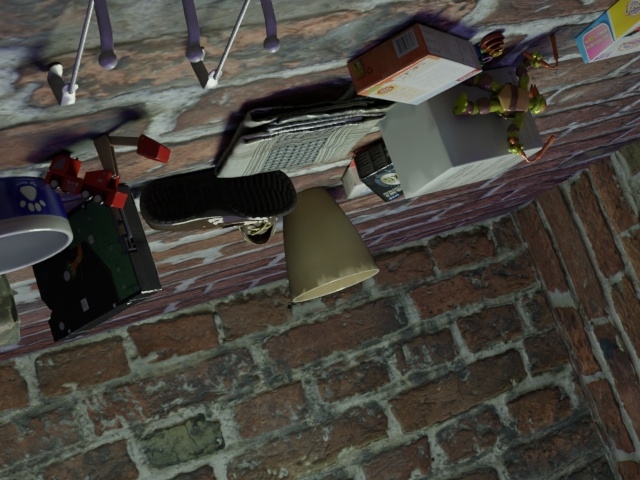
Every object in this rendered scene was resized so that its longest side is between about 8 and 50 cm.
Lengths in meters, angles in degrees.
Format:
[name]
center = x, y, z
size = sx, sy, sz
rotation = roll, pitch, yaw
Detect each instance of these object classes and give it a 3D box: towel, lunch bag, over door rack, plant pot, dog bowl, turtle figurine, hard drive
[towel]
center = -0.038, -0.200, 1.688
size = 0.312, 0.056, 0.324
rotation = -9, 169, -20
[lunch bag]
center = -0.858, 0.198, 2.020
size = 0.235, 0.169, 0.287
rotation = -16, 165, -25
[over door rack]
center = -0.186, -0.253, 1.053
size = 0.239, 0.108, 0.324
rotation = -13, 168, -31
[plant pot]
center = 0.000, 0.000, 2.330
size = 0.256, 0.274, 0.256
rotation = -19, 171, -3
[dog bowl]
center = -0.599, -0.017, 1.532
size = 0.264, 0.104, 0.265
rotation = -20, 171, -3
[turtle figurine]
center = 0.388, -0.309, 1.737
size = 0.217, 0.270, 0.087
rotation = 9, -176, -15
[hard drive]
center = -0.485, 0.054, 1.767
size = 0.338, 0.237, 0.064
rotation = -29, 168, 38

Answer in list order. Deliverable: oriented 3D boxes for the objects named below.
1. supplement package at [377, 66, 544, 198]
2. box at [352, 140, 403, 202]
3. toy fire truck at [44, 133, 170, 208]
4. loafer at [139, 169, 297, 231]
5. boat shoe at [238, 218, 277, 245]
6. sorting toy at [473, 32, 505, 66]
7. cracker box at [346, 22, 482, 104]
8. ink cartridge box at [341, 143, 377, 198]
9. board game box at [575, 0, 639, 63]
[supplement package]
center = 0.306, -0.238, 1.847
size = 0.262, 0.199, 0.198
rotation = -15, 170, -29
[box]
center = 0.198, -0.191, 2.089
size = 0.180, 0.078, 0.147
rotation = -27, 146, 20
[toy fire truck]
center = -0.363, -0.127, 1.414
size = 0.192, 0.135, 0.047
rotation = 18, 179, 14
[loafer]
center = -0.231, -0.091, 1.854
size = 0.365, 0.134, 0.130
rotation = -4, 169, -25
[boat shoe]
center = -0.166, -0.061, 2.182
size = 0.116, 0.097, 0.324
rotation = -18, 170, -8
[sorting toy]
center = 0.329, -0.368, 1.642
size = 0.061, 0.042, 0.102
rotation = -18, 171, -10
[cracker box]
center = 0.177, -0.319, 1.535
size = 0.155, 0.067, 0.232
rotation = -24, 169, 32
[ink cartridge box]
center = 0.217, -0.212, 2.221
size = 0.296, 0.066, 0.261
rotation = -18, 171, -10
[board game box]
center = 0.712, -0.483, 1.710
size = 0.242, 0.064, 0.316
rotation = -16, 170, -21
